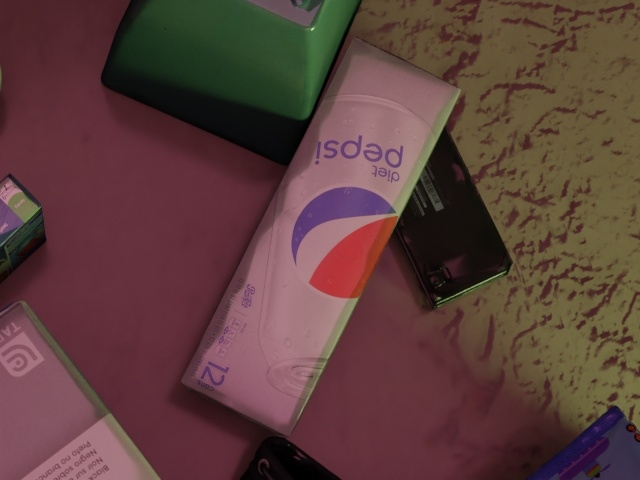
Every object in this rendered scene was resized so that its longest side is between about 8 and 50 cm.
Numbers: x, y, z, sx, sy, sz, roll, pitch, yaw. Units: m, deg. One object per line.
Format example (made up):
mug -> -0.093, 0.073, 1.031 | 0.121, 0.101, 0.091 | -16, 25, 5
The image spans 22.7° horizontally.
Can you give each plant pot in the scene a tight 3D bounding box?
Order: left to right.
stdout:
plant pot -> -0.051, -0.182, 1.159 | 0.165, 0.234, 0.165 | 24, 78, -4

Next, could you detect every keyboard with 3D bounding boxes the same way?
keyboard -> 0.068, -0.035, 1.262 | 0.108, 0.023, 0.180 | -24, 84, -17

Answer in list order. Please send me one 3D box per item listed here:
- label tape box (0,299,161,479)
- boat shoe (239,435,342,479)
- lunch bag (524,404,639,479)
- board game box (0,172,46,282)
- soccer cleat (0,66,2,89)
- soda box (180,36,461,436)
label tape box -> -0.137, 0.219, 1.069 | 0.115, 0.249, 0.347 | -35, 87, -13
boat shoe -> 0.065, 0.224, 1.085 | 0.127, 0.340, 0.113 | 21, 89, -46
lunch bag -> 0.167, 0.302, 1.133 | 0.293, 0.138, 0.221 | -34, 61, -7
board game box -> -0.280, 0.045, 1.135 | 0.035, 0.136, 0.201 | 45, 76, 1
soccer cleat -> -0.369, -0.038, 1.126 | 0.331, 0.116, 0.143 | -21, 58, -15
soda box -> 0.000, 0.000, 1.187 | 0.091, 0.098, 0.286 | 27, 84, 1
